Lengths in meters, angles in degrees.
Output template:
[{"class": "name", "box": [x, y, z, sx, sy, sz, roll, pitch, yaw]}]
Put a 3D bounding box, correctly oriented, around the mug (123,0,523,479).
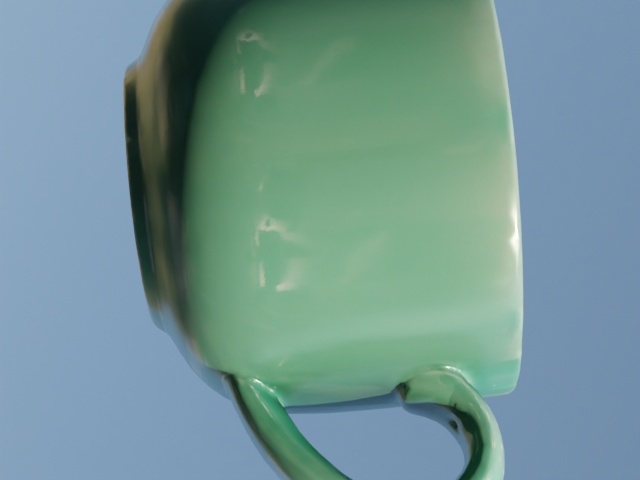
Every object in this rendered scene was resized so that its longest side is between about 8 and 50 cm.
[{"class": "mug", "box": [-0.001, -0.010, 0.471, 0.158, 0.097, 0.129, -96, -179, -58]}]
